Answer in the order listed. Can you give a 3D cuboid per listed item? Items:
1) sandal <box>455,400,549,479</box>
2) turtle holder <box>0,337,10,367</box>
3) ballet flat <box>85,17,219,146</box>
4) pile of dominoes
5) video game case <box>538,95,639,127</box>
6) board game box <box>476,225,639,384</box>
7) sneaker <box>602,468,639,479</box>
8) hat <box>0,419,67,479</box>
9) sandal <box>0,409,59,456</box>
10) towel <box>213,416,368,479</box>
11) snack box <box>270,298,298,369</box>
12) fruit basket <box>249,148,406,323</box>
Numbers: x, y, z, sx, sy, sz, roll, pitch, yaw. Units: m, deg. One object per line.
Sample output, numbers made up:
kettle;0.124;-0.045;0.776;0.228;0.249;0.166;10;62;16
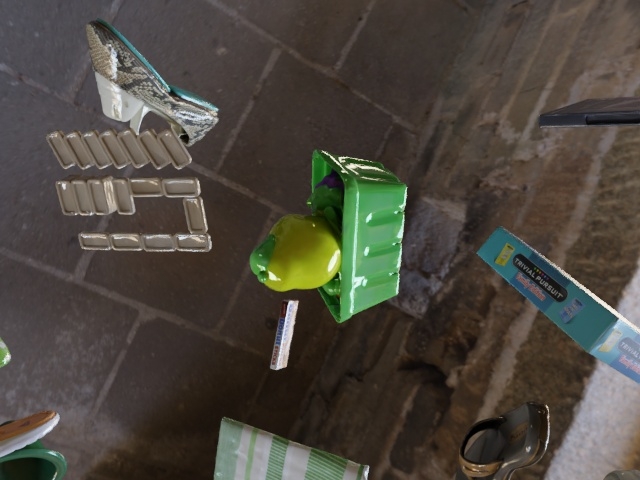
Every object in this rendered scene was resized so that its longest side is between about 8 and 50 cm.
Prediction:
sandal;0.206;0.259;0.765;0.060;0.219;0.090;15;52;-4
turtle holder;-0.351;-0.018;0.361;0.243;0.320;0.227;-21;126;-34
ballet flat;-0.420;-0.341;1.526;0.182;0.164;0.483;-55;157;3
pile of dominoes;-0.290;-0.081;0.965;0.251;0.040;0.195;1;112;17
video game case;0.501;-0.196;0.935;0.196;0.274;0.026;-22;111;-43
board game box;0.489;0.125;1.202;0.254;0.336;0.079;29;104;-32
sneaker;0.185;0.292;0.468;0.292;0.118;0.110;-53;153;-34
hat;-0.567;0.349;1.138;0.173;0.183;0.208;-9;137;-25
sandal;-0.452;0.239;0.734;0.265;0.102;0.076;-21;94;-24
towel;-0.072;0.527;1.322;0.325;0.038;0.247;14;108;15
snack box;-0.093;0.241;1.615;0.022;0.064;0.178;11;91;22
fruit basket;0.000;0.000;1.443;0.392;0.283;0.391;-8;118;-15
